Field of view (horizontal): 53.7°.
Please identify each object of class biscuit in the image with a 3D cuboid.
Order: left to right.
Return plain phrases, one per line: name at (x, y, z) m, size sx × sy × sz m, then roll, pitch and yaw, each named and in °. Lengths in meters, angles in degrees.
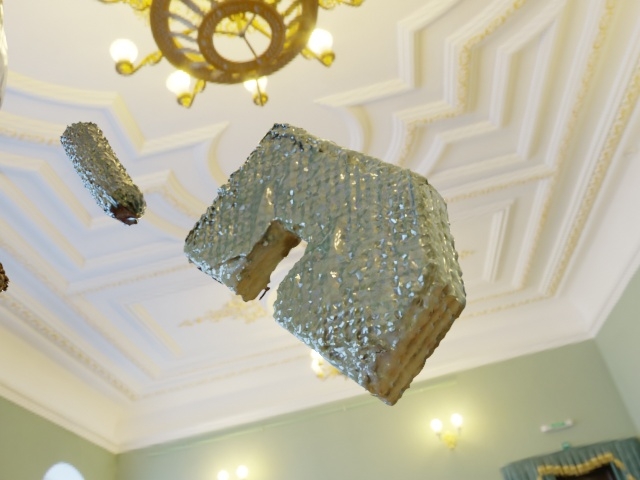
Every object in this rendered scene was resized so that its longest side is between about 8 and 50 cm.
biscuit at (0.000, 0.000, 0.464) m, size 0.147 × 0.250 × 0.046 m, roll -52°, pitch -46°, yaw -8°

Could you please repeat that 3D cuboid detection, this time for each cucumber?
cucumber at (-0.439, -0.129, 1.292) m, size 0.096 × 0.359 × 0.096 m, roll -22°, pitch -44°, yaw -23°

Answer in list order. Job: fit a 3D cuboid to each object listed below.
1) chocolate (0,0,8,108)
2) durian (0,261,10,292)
chocolate at (-0.510, -0.197, 0.684) m, size 0.314 × 0.326 × 0.297 m, roll 41°, pitch -31°, yaw -6°
durian at (-0.742, 0.012, 1.207) m, size 0.305 × 0.185 × 0.196 m, roll 37°, pitch -58°, yaw -17°
